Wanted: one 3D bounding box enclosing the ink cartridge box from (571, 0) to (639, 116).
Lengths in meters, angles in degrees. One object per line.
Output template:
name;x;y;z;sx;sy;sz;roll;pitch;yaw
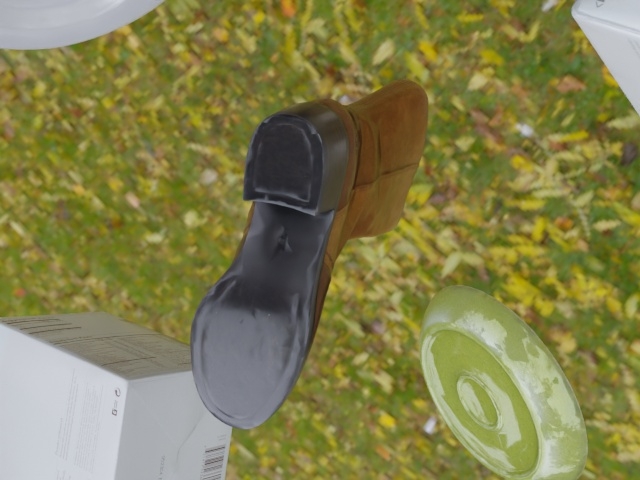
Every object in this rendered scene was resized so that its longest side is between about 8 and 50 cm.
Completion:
ink cartridge box;0.309;-0.080;0.731;0.238;0.060;0.275;25;178;32

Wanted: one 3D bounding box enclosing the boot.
boot;0.000;0.000;0.961;0.096;0.280;0.264;12;104;19

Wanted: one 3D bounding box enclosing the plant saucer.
plant saucer;0.177;0.162;1.197;0.241;0.037;0.241;44;151;32

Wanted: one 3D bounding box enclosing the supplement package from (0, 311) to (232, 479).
supplement package;-0.206;0.186;1.079;0.203;0.149;0.194;16;101;38

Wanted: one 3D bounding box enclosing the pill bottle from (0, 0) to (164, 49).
pill bottle;-0.181;-0.282;0.637;0.181;0.181;0.323;-50;52;57
